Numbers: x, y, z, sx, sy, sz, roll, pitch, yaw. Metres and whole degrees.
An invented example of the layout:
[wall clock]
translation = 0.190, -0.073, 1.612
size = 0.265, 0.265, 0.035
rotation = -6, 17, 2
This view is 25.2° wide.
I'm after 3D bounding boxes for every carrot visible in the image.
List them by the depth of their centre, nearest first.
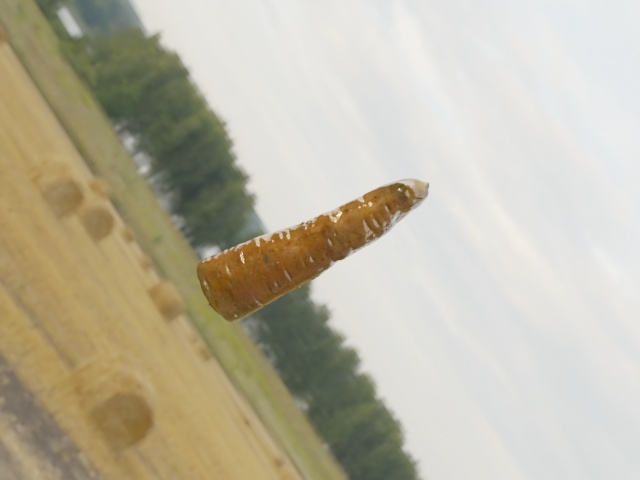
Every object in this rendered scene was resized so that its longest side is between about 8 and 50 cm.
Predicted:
[carrot]
translation = 0.000, 0.000, 1.198
size = 0.061, 0.210, 0.061
rotation = 55, 19, -28
